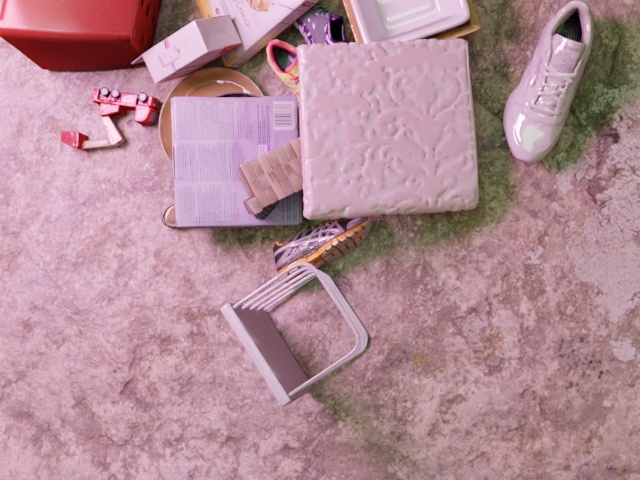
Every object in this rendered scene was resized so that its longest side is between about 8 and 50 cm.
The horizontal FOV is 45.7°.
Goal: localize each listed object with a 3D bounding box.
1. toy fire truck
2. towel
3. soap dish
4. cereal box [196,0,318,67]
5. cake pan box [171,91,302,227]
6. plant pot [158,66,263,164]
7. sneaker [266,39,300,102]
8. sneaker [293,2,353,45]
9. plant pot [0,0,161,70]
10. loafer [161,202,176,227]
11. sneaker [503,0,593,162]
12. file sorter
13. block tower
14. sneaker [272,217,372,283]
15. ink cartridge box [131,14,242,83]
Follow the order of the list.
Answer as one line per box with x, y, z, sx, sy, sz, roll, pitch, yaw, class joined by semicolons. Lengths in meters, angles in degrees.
-0.438;-0.248;1.592;0.191;0.047;0.135;10;88;10;toy fire truck
0.121;-0.202;1.378;0.331;0.053;0.317;-4;91;-13;towel
0.154;-0.493;1.464;0.228;0.118;0.291;-18;83;9;soap dish
-0.132;-0.479;1.502;0.240;0.047;0.173;-31;79;35;cereal box
-0.164;-0.157;1.481;0.245;0.070;0.267;-3;91;-9;cake pan box
-0.216;-0.236;1.558;0.236;0.032;0.237;-1;86;10;plant pot
-0.035;-0.320;1.499;0.208;0.094;0.081;41;92;9;sneaker
0.004;-0.434;1.485;0.098;0.083;0.224;-40;72;42;sneaker
-0.457;-0.481;1.520;0.235;0.267;0.267;11;88;-2;plant pot
-0.258;-0.064;1.543;0.147;0.050;0.056;-17;81;7;loafer
0.414;-0.294;1.385;0.114;0.152;0.305;17;91;9;sneaker
-0.028;0.160;1.373;0.173;0.277;0.193;-34;81;2;file sorter
-0.001;-0.163;1.426;0.335;0.091;0.097;-29;96;-10;block tower
0.000;0.000;1.478;0.214;0.084;0.083;-28;66;3;sneaker
-0.269;-0.373;1.512;0.198;0.115;0.067;-18;100;36;ink cartridge box
